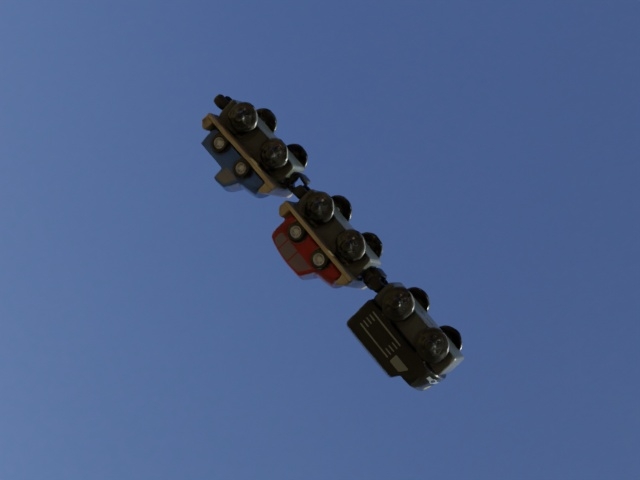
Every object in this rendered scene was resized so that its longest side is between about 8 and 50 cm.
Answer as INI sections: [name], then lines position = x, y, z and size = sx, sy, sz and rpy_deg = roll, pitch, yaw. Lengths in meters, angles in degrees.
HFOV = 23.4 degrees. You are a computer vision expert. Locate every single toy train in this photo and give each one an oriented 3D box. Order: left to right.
[toy train]
position = 0.000, 0.000, 0.650
size = 0.036, 0.027, 0.158
rpy_deg = -45, -109, 16
